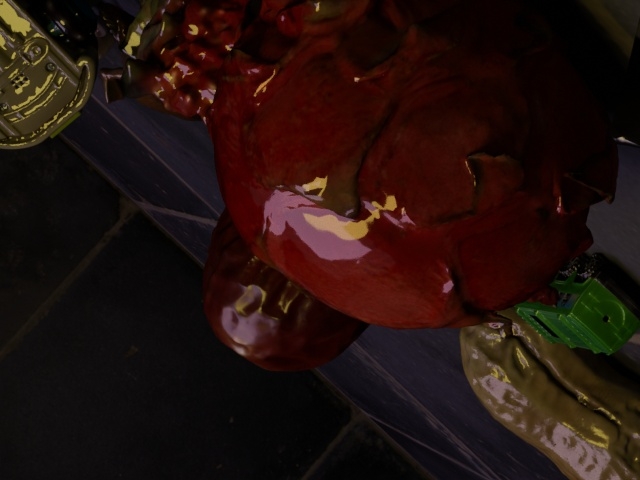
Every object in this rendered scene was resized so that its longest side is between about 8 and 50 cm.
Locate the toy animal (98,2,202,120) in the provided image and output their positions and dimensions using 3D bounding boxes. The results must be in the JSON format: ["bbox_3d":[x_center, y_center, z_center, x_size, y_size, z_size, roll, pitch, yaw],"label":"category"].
[{"bbox_3d":[-0.171,-0.195,1.457,0.179,0.089,0.188,13,156,32],"label":"toy animal"}]

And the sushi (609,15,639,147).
[{"bbox_3d":[0.250,-0.052,0.454,0.273,0.134,0.109,17,173,30],"label":"sushi"}]

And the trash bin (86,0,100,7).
[{"bbox_3d":[-0.276,-0.312,1.377,0.116,0.059,0.130,43,171,0],"label":"trash bin"}]

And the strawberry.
[{"bbox_3d":[0.006,-0.136,0.997,0.306,0.137,0.233,17,-165,-13],"label":"strawberry"}]

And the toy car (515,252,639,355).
[{"bbox_3d":[0.215,0.054,1.126,0.071,0.062,0.165,43,170,-14],"label":"toy car"}]

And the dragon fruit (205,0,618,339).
[{"bbox_3d":[0.052,-0.062,0.790,0.241,0.241,0.252,31,178,43],"label":"dragon fruit"}]

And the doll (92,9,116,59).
[{"bbox_3d":[-0.372,-0.313,1.583,0.278,0.119,0.154,36,157,-10],"label":"doll"}]

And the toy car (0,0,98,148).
[{"bbox_3d":[-0.349,-0.237,1.387,0.248,0.204,0.198,47,-166,-22],"label":"toy car"}]

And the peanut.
[{"bbox_3d":[0.257,0.169,1.289,0.290,0.130,0.130,39,170,1],"label":"peanut"}]

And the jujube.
[{"bbox_3d":[0.000,0.000,1.157,0.174,0.250,0.174,41,175,5],"label":"jujube"}]
